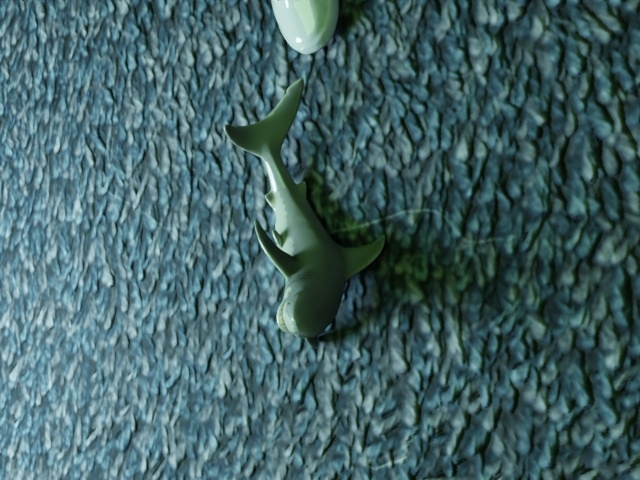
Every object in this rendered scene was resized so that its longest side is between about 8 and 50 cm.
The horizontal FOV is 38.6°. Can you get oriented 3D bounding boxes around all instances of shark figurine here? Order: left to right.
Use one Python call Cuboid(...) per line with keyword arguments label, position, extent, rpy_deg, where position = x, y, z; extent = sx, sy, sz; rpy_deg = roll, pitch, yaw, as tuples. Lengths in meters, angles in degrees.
Cuboid(label="shark figurine", position=(0.000, -0.011, 0.908), extent=(0.116, 0.166, 0.278), rpy_deg=(-19, 56, 8))

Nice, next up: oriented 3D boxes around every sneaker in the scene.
Cuboid(label="sneaker", position=(-0.045, -0.296, 0.939), extent=(0.080, 0.094, 0.212), rpy_deg=(-19, 76, 33))
